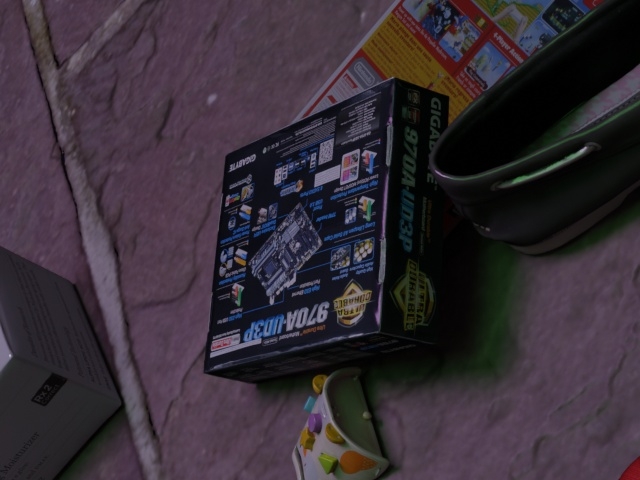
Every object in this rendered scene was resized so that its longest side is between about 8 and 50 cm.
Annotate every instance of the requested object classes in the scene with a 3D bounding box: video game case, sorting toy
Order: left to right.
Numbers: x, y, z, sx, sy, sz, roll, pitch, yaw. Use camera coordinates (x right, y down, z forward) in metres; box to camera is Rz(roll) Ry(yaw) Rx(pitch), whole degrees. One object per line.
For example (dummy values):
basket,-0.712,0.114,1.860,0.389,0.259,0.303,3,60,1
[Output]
sorting toy,0.003,0.139,1.037,0.075,0.045,0.083,-57,34,35
video game case,0.089,-0.113,1.108,0.285,0.025,0.204,-49,39,13

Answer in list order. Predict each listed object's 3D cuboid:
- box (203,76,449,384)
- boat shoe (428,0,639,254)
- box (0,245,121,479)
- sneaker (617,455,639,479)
box,0.000,0.000,1.061,0.220,0.051,0.175,-19,61,53
boat shoe,0.210,-0.114,0.921,0.335,0.095,0.112,-40,42,22
box,-0.287,0.125,1.287,0.181,0.119,0.182,-49,40,14
sneaker,0.205,0.223,0.735,0.118,0.107,0.279,-54,32,37
